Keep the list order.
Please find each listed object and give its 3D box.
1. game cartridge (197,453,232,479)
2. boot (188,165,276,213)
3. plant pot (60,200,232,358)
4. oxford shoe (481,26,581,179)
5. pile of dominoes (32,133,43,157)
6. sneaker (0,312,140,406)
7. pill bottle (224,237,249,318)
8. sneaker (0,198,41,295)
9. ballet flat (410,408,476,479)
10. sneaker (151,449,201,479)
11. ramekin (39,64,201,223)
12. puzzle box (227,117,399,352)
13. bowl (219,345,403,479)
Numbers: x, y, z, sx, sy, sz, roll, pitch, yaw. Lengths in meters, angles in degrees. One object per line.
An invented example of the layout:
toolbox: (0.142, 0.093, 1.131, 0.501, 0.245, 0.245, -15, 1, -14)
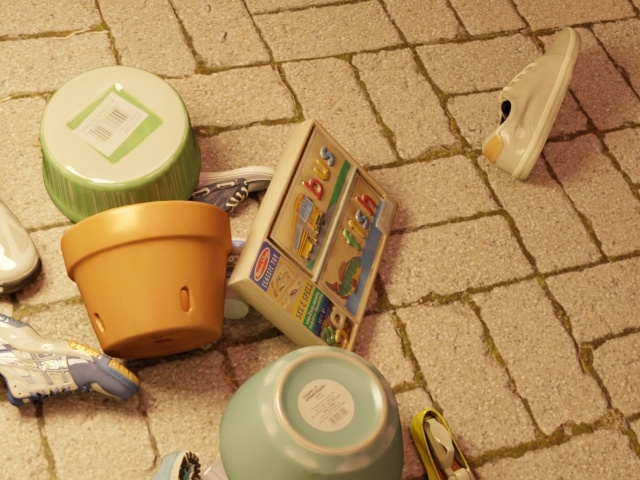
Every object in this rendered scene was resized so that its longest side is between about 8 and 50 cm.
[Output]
game cartridge: (-0.037, 0.366, 1.720, 0.196, 0.060, 0.294, 40, 55, 11)
boot: (-0.171, -0.089, 2.021, 0.190, 0.069, 0.086, -7, 63, -9)
plant pot: (-0.281, 0.079, 1.751, 0.291, 0.291, 0.203, -6, 73, -17)
oxford shoe: (0.469, -0.326, 2.286, 0.130, 0.169, 0.449, 24, 57, 7)
pile of dominoes: (-0.431, -0.152, 2.015, 0.196, 0.040, 0.251, -19, 60, -25)
sneaker: (-0.450, 0.224, 1.709, 0.296, 0.112, 0.131, 19, 70, 2)
pill bottle: (-0.157, 0.069, 1.892, 0.078, 0.078, 0.137, 9, 52, -7)
sneaker: (-0.659, -0.109, 1.790, 0.447, 0.257, 0.169, 40, 55, 16)
ballet flat: (0.218, 0.386, 1.748, 0.077, 0.077, 0.231, -13, 58, -22)
sneaker: (-0.244, 0.412, 1.638, 0.073, 0.063, 0.162, -4, 57, 38)
ramekin: (-0.377, -0.179, 1.932, 0.303, 0.148, 0.303, 2, 63, -3)
puzzle box: (0.000, 0.000, 1.904, 0.272, 0.052, 0.409, 43, 47, -27)
bowl: (0.004, 0.292, 1.650, 0.312, 0.163, 0.311, 7, 53, -10)
